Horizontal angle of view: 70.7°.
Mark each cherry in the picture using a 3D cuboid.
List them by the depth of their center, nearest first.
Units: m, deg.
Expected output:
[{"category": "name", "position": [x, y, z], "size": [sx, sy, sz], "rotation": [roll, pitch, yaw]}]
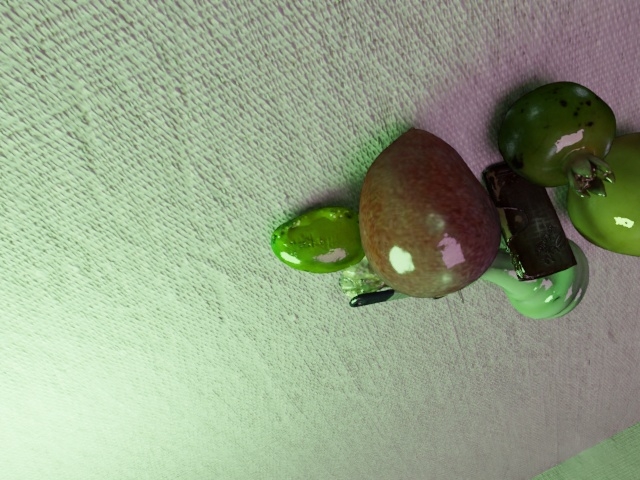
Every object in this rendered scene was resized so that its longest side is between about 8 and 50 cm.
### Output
[{"category": "cherry", "position": [0.174, -0.036, 0.748], "size": [0.221, 0.261, 0.307], "rotation": [-16, 89, 19]}]

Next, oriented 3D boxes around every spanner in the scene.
[{"category": "spanner", "position": [0.191, 0.116, 0.976], "size": [0.316, 0.024, 0.087], "rotation": [-5, 145, -32]}]

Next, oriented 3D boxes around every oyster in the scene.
[{"category": "oyster", "position": [0.138, 0.060, 0.922], "size": [0.209, 0.072, 0.132], "rotation": [-24, 126, -1]}]

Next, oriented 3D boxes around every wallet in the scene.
[{"category": "wallet", "position": [0.405, -0.043, 0.876], "size": [0.122, 0.231, 0.031], "rotation": [-14, 170, -11]}]

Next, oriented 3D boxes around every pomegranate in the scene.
[{"category": "pomegranate", "position": [0.414, -0.162, 0.770], "size": [0.187, 0.225, 0.186], "rotation": [-6, 138, -6]}]

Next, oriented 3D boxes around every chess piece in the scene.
[{"category": "chess piece", "position": [0.379, 0.055, 0.953], "size": [0.300, 0.194, 0.194], "rotation": [11, 120, -17]}]

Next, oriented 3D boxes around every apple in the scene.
[{"category": "apple", "position": [0.653, -0.092, 0.913], "size": [0.263, 0.262, 0.262], "rotation": [-10, 127, -14]}]

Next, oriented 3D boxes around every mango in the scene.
[{"category": "mango", "position": [0.000, 0.000, 0.810], "size": [0.179, 0.100, 0.119], "rotation": [-4, 86, -10]}]
